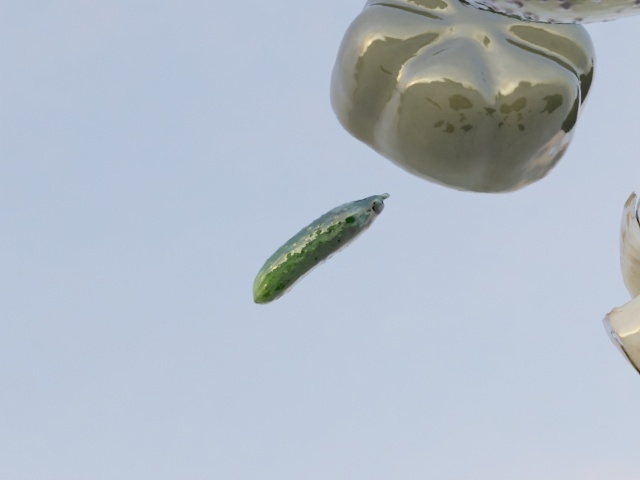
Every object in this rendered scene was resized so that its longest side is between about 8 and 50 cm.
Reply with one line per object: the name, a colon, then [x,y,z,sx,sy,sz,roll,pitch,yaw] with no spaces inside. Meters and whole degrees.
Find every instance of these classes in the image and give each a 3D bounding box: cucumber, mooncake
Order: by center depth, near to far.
cucumber: [0.000,0.000,1.240,0.155,0.037,0.037,-37,-47,-16]
mooncake: [0.149,-0.176,1.495,0.275,0.275,0.135,-1,-39,-13]

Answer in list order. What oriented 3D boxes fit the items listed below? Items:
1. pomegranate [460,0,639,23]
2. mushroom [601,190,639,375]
pomegranate: [0.168,-0.267,0.947,0.285,0.341,0.285,5,-73,15]
mushroom: [0.196,0.030,0.687,0.122,0.154,0.154,-28,-48,-7]
